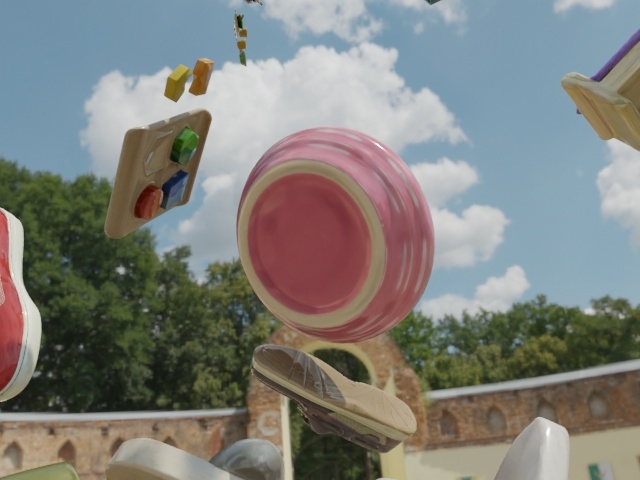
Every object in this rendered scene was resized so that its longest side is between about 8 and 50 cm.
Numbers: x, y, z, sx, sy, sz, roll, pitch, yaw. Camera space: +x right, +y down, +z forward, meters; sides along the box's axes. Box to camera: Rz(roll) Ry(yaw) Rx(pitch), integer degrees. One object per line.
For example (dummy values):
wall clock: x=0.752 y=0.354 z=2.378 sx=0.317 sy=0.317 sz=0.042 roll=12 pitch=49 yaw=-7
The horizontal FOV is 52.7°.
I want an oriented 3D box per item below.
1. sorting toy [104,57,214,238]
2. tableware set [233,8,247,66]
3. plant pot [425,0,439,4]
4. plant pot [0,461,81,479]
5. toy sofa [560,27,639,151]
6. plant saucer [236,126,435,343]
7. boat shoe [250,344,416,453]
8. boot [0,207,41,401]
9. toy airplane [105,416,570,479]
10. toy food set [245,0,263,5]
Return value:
sorting toy: x=-0.263 y=-0.160 z=1.131 sx=0.041 sy=0.229 sz=0.307 roll=28 pitch=-63 yaw=12
tableware set: x=-0.181 y=-0.471 z=1.502 sx=0.024 sy=0.154 sz=0.104 roll=-8 pitch=-54 yaw=-1
plant pot: x=0.297 y=-0.629 z=1.343 sx=0.234 sy=0.165 sz=0.165 roll=-20 pitch=-56 yaw=3
plant pot: x=-0.312 y=0.342 z=0.533 sx=0.239 sy=0.254 sz=0.254 roll=-8 pitch=-19 yaw=-30
toy sofa: x=0.508 y=-0.309 z=0.900 sx=0.362 sy=0.177 sz=0.150 roll=-48 pitch=-49 yaw=11
plant saucer: x=0.000 y=0.000 z=0.958 sx=0.332 sy=0.332 sz=0.084 roll=-21 pitch=0 yaw=33
boat shoe: x=0.011 y=0.258 z=1.017 sx=0.285 sy=0.103 sz=0.092 roll=26 pitch=-69 yaw=-11
boot: x=-0.378 y=0.039 z=0.647 sx=0.088 sy=0.244 sz=0.176 roll=-28 pitch=-29 yaw=6
toy airplane: x=0.073 y=0.269 z=0.477 sx=0.384 sy=0.386 sz=0.272 roll=-18 pitch=14 yaw=18
toy food set: x=-0.183 y=-0.525 z=1.331 sx=0.038 sy=0.132 sz=0.192 roll=-52 pitch=3 yaw=7
